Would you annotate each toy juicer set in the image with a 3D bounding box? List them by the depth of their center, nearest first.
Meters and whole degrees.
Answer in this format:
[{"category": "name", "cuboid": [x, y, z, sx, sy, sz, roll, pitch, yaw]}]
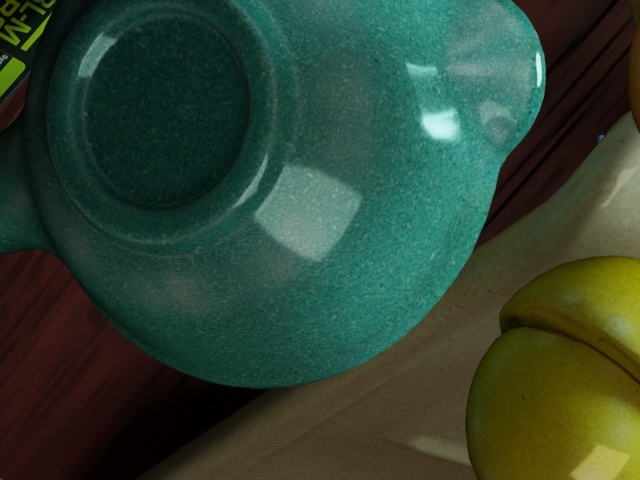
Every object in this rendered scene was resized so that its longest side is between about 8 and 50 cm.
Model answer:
[{"category": "toy juicer set", "cuboid": [0.000, 0.000, 0.477, 0.329, 0.209, 0.089, -42, 162, 18]}]

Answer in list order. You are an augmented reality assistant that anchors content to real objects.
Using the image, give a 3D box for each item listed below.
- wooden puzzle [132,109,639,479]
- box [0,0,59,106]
[{"category": "wooden puzzle", "cuboid": [0.120, 0.078, 0.667, 0.322, 0.080, 0.348, 19, 142, -27]}, {"category": "box", "cuboid": [-0.161, -0.083, 0.506, 0.184, 0.045, 0.191, 28, 115, -37]}]
